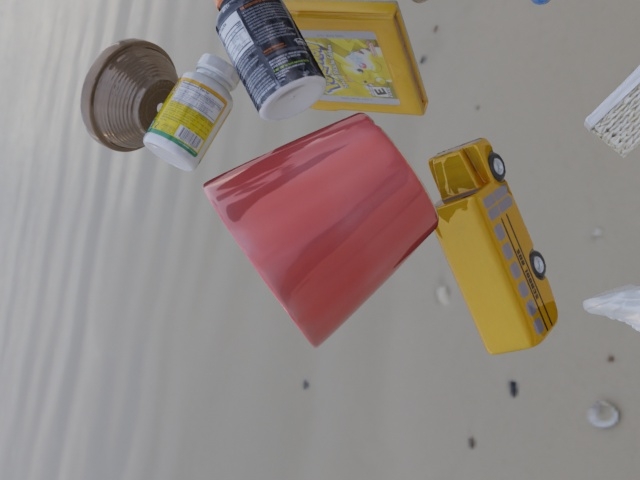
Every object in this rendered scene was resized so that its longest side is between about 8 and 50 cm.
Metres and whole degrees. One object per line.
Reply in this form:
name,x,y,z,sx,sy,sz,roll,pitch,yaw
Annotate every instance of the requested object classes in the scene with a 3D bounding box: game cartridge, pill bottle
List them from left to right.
pill bottle,-0.239,-0.247,1.711,0.117,0.117,0.208,10,68,59
pill bottle,-0.097,-0.338,1.538,0.130,0.130,0.246,-43,68,45
game cartridge,0.027,-0.352,1.751,0.323,0.285,0.053,5,61,24

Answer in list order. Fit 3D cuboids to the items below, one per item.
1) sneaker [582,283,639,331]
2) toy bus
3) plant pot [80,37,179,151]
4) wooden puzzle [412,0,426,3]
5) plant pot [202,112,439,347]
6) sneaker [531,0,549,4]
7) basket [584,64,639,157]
sneaker,0.536,0.123,1.522,0.212,0.080,0.094,-17,92,60
toy bus,0.273,0.009,1.471,0.108,0.130,0.333,-17,101,41
plant pot,-0.362,-0.284,1.831,0.109,0.237,0.237,26,105,33
wooden puzzle,0.200,-0.547,1.433,0.322,0.348,0.080,-18,60,36
plant pot,0.011,-0.031,1.239,0.243,0.275,0.275,-35,39,-2
sneaker,0.392,-0.494,1.611,0.069,0.082,0.209,32,157,19
basket,0.581,-0.241,1.647,0.103,0.113,0.167,46,102,10
